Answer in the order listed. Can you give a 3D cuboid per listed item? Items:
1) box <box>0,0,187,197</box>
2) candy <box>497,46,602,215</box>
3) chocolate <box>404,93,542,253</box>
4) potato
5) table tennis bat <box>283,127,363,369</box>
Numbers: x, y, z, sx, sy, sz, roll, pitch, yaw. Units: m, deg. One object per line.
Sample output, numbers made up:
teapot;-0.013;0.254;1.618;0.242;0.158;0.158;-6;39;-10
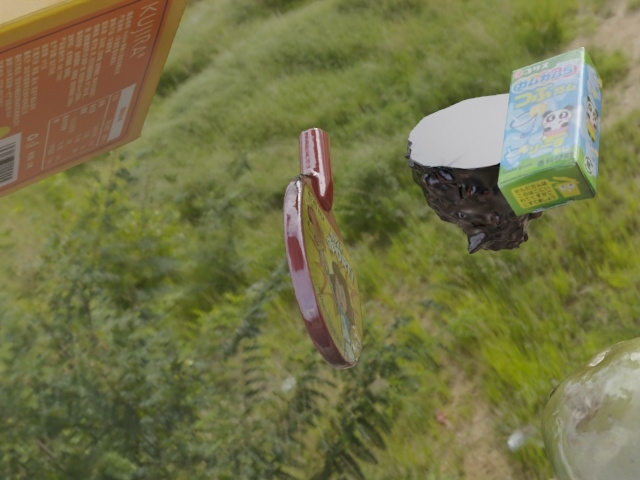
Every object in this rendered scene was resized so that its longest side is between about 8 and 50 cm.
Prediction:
box;-0.246;-0.200;0.678;0.214;0.259;0.283;-26;-7;-26
candy;0.265;-0.126;1.091;0.097;0.062;0.194;-16;43;34
chocolate;0.229;-0.073;1.272;0.224;0.177;0.206;-24;29;-17
potato;0.341;0.202;0.782;0.202;0.351;0.218;-160;88;-75
table tennis bat;0.000;0.000;1.071;0.038;0.200;0.310;-14;53;15
